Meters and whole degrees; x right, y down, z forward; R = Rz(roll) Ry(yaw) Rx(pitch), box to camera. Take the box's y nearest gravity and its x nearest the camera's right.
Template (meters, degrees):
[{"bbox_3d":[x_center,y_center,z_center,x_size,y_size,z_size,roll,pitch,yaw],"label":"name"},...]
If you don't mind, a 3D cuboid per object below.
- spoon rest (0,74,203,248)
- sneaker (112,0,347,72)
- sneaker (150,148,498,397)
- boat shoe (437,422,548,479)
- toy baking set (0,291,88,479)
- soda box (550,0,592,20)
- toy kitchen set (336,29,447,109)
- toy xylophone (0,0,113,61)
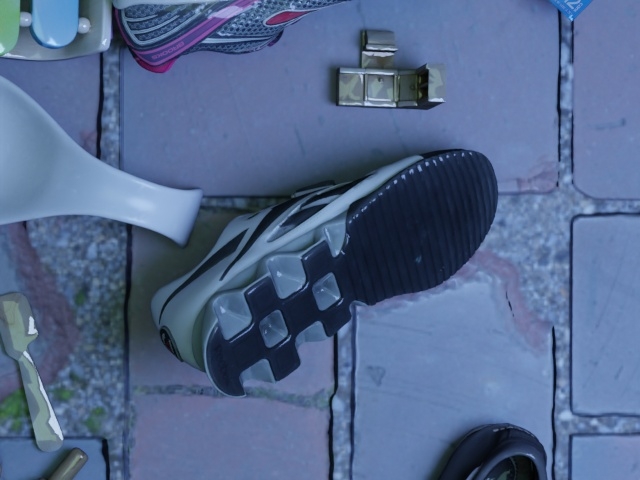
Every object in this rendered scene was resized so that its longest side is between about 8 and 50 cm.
[{"bbox_3d":[-0.237,-0.060,1.318,0.276,0.084,0.137,16,89,-5],"label":"spoon rest"},{"bbox_3d":[-0.029,-0.223,1.331,0.299,0.121,0.112,-9,123,-9],"label":"sneaker"},{"bbox_3d":[0.000,0.000,1.324,0.330,0.146,0.122,-28,121,-27],"label":"sneaker"},{"bbox_3d":[0.108,0.316,1.341,0.112,0.095,0.335,21,88,-5],"label":"boat shoe"},{"bbox_3d":[-0.305,0.178,1.340,0.197,0.030,0.256,44,87,-4],"label":"toy baking set"},{"bbox_3d":[0.166,-0.289,1.346,0.210,0.071,0.067,44,112,-4],"label":"soda box"},{"bbox_3d":[0.060,-0.151,1.345,0.083,0.075,0.068,1,89,-9],"label":"toy kitchen set"},{"bbox_3d":[-0.327,-0.248,1.268,0.322,0.081,0.236,-6,88,-29],"label":"toy xylophone"}]
